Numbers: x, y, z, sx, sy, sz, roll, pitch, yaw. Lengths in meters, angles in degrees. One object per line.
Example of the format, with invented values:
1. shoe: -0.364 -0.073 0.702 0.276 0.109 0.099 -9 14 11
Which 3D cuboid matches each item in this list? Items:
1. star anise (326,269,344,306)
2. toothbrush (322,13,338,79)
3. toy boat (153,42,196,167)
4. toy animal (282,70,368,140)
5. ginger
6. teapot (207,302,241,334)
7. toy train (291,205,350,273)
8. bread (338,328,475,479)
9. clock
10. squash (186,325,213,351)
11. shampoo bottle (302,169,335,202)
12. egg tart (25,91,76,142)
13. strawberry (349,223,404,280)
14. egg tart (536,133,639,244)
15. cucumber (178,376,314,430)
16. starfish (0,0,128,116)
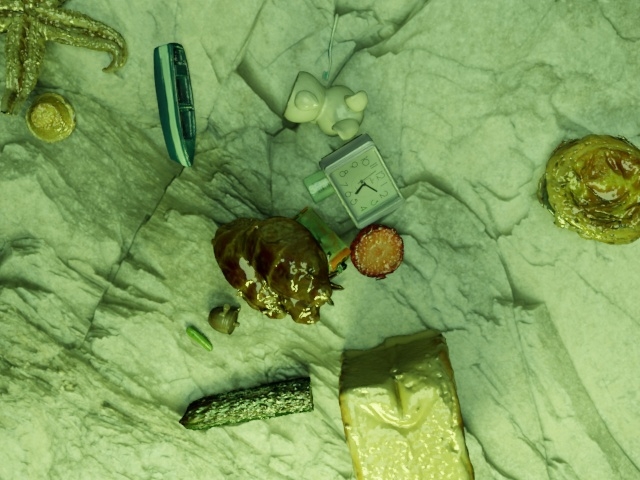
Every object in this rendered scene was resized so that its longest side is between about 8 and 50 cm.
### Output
1. star anise: -0.005 0.112 1.718 0.141 0.042 0.141 0 90 -2
2. toothbrush: 0.028 -0.477 1.660 0.017 0.014 0.162 10 97 -20
3. toy boat: -0.354 -0.326 1.642 0.062 0.096 0.299 -3 100 11
4. toy animal: 0.011 -0.320 1.598 0.193 0.178 0.127 22 99 -1
5. ginger: -0.109 0.076 1.604 0.357 0.152 0.274 -1 106 44
6. teapot: -0.241 0.183 1.706 0.080 0.110 0.085 15 53 12
7. toy train: 0.000 0.000 1.661 0.072 0.099 0.188 -41 81 -15
8. bread: 0.203 0.445 1.599 0.279 0.371 0.390 -12 93 6
9. clock: 0.104 -0.144 1.641 0.145 0.073 0.193 -31 116 4
10. squash: -0.313 0.255 1.748 0.089 0.027 0.027 41 96 -6
11. shampoo bottle: 0.053 -0.167 1.684 0.191 0.041 0.069 -29 94 3
12. egg tart: -0.672 -0.304 1.667 0.129 0.049 0.128 0 99 0
13. strawberry: 0.140 0.024 1.683 0.145 0.086 0.145 -1 103 -3
14. egg tart: 0.679 -0.121 1.655 0.297 0.132 0.297 0 82 3
15. cucumber: -0.196 0.425 1.740 0.359 0.096 0.096 -9 97 4
16. starfish: -0.702 -0.466 1.592 0.432 0.082 0.324 -27 92 -21
